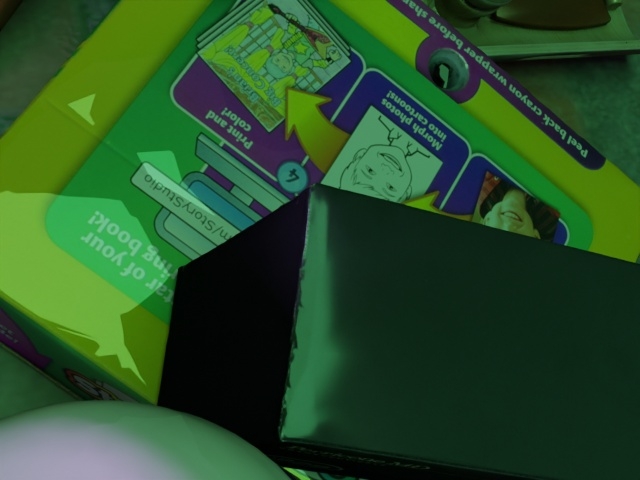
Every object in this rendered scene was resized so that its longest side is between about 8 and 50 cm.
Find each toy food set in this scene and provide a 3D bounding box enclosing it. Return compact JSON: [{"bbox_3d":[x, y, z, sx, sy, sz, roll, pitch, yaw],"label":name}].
[{"bbox_3d":[0.150,-0.279,0.788,0.219,0.092,0.306,-8,78,-26],"label":"toy food set"}]

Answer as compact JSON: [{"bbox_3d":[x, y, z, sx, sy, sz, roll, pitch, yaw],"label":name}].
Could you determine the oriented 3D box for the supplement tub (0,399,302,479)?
[{"bbox_3d":[-0.024,0.228,0.405,0.331,0.241,0.241,46,54,-48],"label":"supplement tub"}]

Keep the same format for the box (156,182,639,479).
[{"bbox_3d":[0.074,0.068,0.480,0.261,0.184,0.103,13,71,-20],"label":"box"}]

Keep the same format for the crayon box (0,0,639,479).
[{"bbox_3d":[0.000,0.000,0.629,0.363,0.106,0.313,38,65,-11],"label":"crayon box"}]

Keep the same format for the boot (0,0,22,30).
[{"bbox_3d":[-0.184,-0.157,0.562,0.073,0.152,0.197,36,62,-27],"label":"boot"}]
